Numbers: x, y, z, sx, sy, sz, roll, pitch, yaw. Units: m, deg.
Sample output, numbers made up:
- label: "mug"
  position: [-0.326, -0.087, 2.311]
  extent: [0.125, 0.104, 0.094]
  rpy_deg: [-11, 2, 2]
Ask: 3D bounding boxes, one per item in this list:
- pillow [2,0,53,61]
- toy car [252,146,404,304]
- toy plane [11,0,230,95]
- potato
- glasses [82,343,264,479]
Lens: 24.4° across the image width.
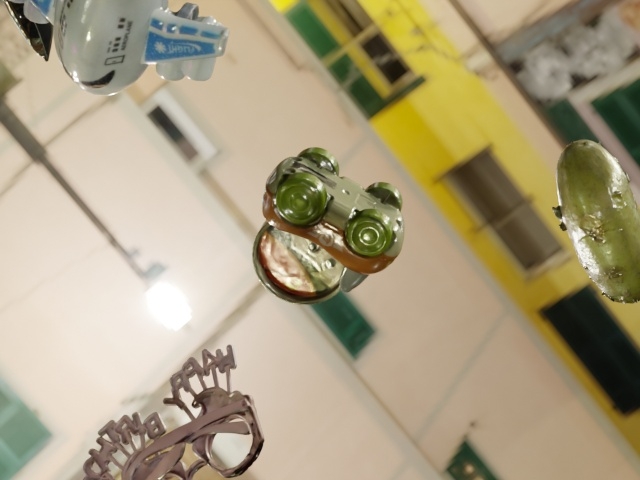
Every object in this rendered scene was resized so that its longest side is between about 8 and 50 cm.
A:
- label: "pillow"
  position: [-0.339, -0.285, 1.702]
  extent: [0.048, 0.150, 0.090]
  rpy_deg: [2, -121, 12]
- label: "toy car"
  position: [0.000, 0.000, 2.218]
  extent: [0.235, 0.235, 0.145]
  rpy_deg: [-35, -167, 23]
- label: "toy plane"
  position: [-0.210, -0.249, 1.482]
  extent: [0.267, 0.267, 0.123]
  rpy_deg: [-29, -156, 43]
- label: "potato"
  position: [0.296, -0.013, 1.546]
  extent: [0.085, 0.188, 0.105]
  rpy_deg: [-18, -156, 24]
- label: "glasses"
  position: [-0.179, 0.225, 1.665]
  extent: [0.255, 0.095, 0.162]
  rpy_deg: [-41, -129, 3]
